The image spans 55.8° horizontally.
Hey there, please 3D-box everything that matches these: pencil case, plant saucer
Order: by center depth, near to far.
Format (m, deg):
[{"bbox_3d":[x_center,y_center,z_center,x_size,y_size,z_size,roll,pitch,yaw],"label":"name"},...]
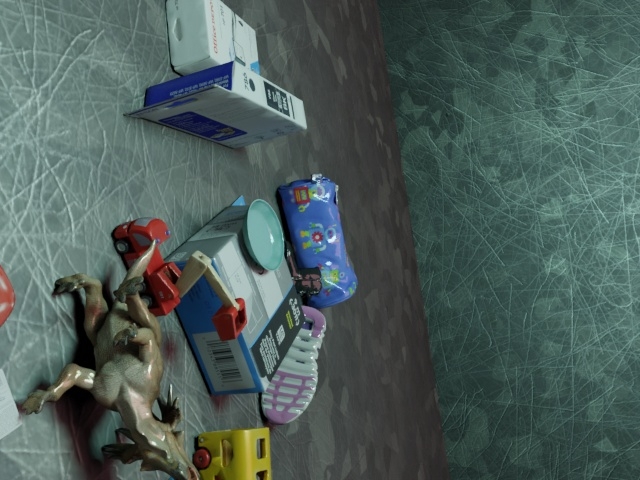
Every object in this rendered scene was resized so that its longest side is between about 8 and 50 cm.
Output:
[{"bbox_3d":[-0.096,-0.007,0.986,0.119,0.021,0.119,-13,90,-67],"label":"plant saucer"},{"bbox_3d":[0.000,0.000,1.377,0.119,0.133,0.306,-112,-171,-81],"label":"pencil case"}]

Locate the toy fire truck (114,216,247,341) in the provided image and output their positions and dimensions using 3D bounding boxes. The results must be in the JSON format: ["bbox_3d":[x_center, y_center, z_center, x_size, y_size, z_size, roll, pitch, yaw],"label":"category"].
[{"bbox_3d":[-0.192,0.052,0.844,0.047,0.135,0.192,-56,132,-62],"label":"toy fire truck"}]

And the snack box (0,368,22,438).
[{"bbox_3d":[-0.349,0.182,0.537,0.178,0.022,0.064,-38,117,-67],"label":"snack box"}]

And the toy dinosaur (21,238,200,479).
[{"bbox_3d":[-0.230,0.150,0.738,0.200,0.127,0.296,66,11,-49],"label":"toy dinosaur"}]

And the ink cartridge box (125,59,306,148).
[{"bbox_3d":[-0.161,-0.226,1.019,0.332,0.165,0.065,0,80,-70],"label":"ink cartridge box"}]

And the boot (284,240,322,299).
[{"bbox_3d":[-0.044,0.064,1.293,0.099,0.045,0.121,6,78,-35],"label":"boot"}]

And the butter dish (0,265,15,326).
[{"bbox_3d":[-0.330,0.046,0.517,0.160,0.118,0.160,-69,142,-55],"label":"butter dish"}]

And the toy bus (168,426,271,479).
[{"bbox_3d":[-0.122,0.379,0.913,0.191,0.104,0.202,-68,141,-54],"label":"toy bus"}]

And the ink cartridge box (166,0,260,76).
[{"bbox_3d":[-0.192,-0.355,1.120,0.190,0.082,0.140,16,65,-69],"label":"ink cartridge box"}]

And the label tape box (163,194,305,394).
[{"bbox_3d":[-0.120,0.071,1.064,0.334,0.106,0.241,-56,132,-61],"label":"label tape box"}]

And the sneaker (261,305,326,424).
[{"bbox_3d":[-0.052,0.251,1.188,0.104,0.095,0.236,110,-3,-58],"label":"sneaker"}]
